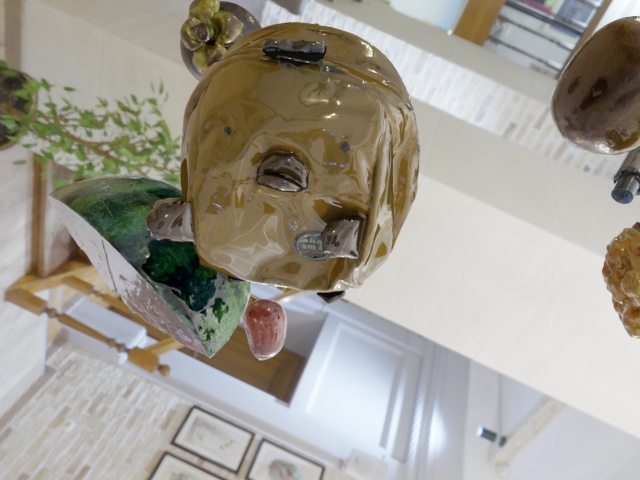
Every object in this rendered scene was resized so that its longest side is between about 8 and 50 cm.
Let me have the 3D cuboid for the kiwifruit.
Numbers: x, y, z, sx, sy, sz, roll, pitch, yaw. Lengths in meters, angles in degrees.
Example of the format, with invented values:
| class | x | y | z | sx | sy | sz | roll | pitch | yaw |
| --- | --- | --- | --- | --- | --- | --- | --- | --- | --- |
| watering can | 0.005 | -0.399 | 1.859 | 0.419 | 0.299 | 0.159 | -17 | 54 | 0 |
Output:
| class | x | y | z | sx | sy | sz | roll | pitch | yaw |
| --- | --- | --- | --- | --- | --- | --- | --- | --- | --- |
| kiwifruit | 0.510 | -0.257 | 0.938 | 0.234 | 0.195 | 0.196 | -57 | -175 | 48 |

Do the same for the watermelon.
| class | x | y | z | sx | sy | sz | roll | pitch | yaw |
| --- | --- | --- | --- | --- | --- | --- | --- | --- | --- |
| watermelon | -0.262 | 0.001 | 0.936 | 0.222 | 0.319 | 0.293 | -38 | 118 | -32 |

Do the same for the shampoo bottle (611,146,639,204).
| class | x | y | z | sx | sy | sz | roll | pitch | yaw |
| --- | --- | --- | --- | --- | --- | --- | --- | --- | --- |
| shampoo bottle | 0.683 | -0.160 | 1.165 | 0.214 | 0.072 | 0.072 | -48 | 170 | -27 |

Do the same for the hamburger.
| class | x | y | z | sx | sy | sz | roll | pitch | yaw |
| --- | --- | --- | --- | --- | --- | --- | --- | --- | --- |
| hamburger | 0.614 | 0.074 | 1.014 | 0.237 | 0.148 | 0.237 | -11 | 90 | -71 |

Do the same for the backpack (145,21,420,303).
| class | x | y | z | sx | sy | sz | roll | pitch | yaw |
| --- | --- | --- | --- | --- | --- | --- | --- | --- | --- |
| backpack | -0.043 | -0.094 | 0.740 | 0.201 | 0.352 | 0.379 | -79 | 173 | -55 |

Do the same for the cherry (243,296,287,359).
| class | x | y | z | sx | sy | sz | roll | pitch | yaw |
| --- | --- | --- | --- | --- | --- | --- | --- | --- | --- |
| cherry | -0.107 | 0.165 | 1.078 | 0.106 | 0.086 | 0.127 | -97 | 172 | -73 |

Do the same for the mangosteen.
| class | x | y | z | sx | sy | sz | roll | pitch | yaw |
| --- | --- | --- | --- | --- | --- | --- | --- | --- | --- |
| mangosteen | -0.214 | -0.424 | 1.161 | 0.217 | 0.192 | 0.192 | 11 | 104 | -86 |
